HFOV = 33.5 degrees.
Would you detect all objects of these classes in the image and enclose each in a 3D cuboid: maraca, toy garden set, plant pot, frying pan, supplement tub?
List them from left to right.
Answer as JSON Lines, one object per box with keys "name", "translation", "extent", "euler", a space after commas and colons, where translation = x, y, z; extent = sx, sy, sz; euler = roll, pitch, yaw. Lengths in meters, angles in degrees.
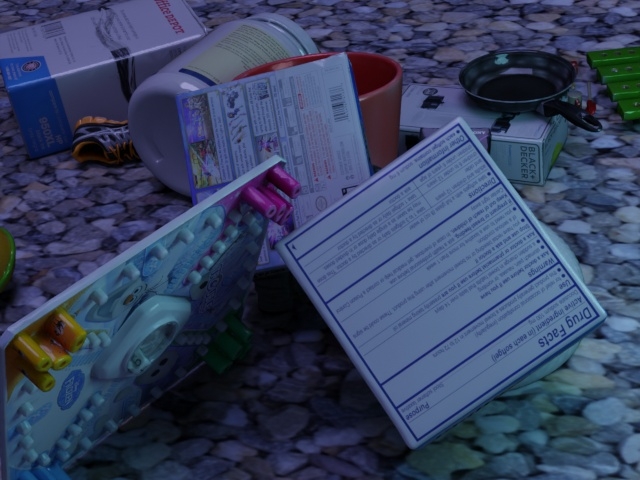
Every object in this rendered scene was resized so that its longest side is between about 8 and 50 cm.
{"name": "maraca", "translation": [-0.540, 0.058, 1.643], "extent": [0.127, 0.099, 0.186], "euler": [6, 63, 24]}
{"name": "supplement tub", "translation": [-0.157, -0.246, 1.871], "extent": [0.235, 0.235, 0.325], "euler": [12, 39, 28]}
{"name": "plant pot", "translation": [0.003, -0.138, 1.646], "extent": [0.274, 0.243, 0.275], "euler": [-5, 25, 3]}
{"name": "frying pan", "translation": [0.377, -0.248, 1.759], "extent": [0.197, 0.053, 0.326], "euler": [-32, 42, -32]}
{"name": "toy garden set", "translation": [0.518, -0.269, 1.921], "extent": [0.203, 0.049, 0.244], "euler": [-6, 35, 1]}

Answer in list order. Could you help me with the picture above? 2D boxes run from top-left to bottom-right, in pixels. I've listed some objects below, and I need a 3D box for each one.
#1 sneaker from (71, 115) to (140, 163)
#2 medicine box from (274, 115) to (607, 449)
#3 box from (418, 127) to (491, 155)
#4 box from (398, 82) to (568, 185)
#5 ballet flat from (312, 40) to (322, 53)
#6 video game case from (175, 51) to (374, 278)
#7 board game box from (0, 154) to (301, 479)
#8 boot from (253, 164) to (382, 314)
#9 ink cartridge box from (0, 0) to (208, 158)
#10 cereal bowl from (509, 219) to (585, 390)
{"name": "sneaker", "translation": [-0.363, -0.179, 1.970], "extent": [0.214, 0.084, 0.083], "euler": [-1, 48, 17]}
{"name": "medicine box", "translation": [0.138, 0.054, 1.251], "extent": [0.263, 0.149, 0.289], "euler": [-35, 79, 1]}
{"name": "box", "translation": [0.209, -0.104, 1.691], "extent": [0.116, 0.029, 0.162], "euler": [1, 68, 15]}
{"name": "box", "translation": [0.262, -0.186, 1.819], "extent": [0.290, 0.087, 0.169], "euler": [8, 37, 23]}
{"name": "ballet flat", "translation": [-0.030, -0.382, 2.185], "extent": [0.080, 0.073, 0.232], "euler": [-13, 34, -7]}
{"name": "video game case", "translation": [-0.054, -0.093, 1.437], "extent": [0.244, 0.270, 0.061], "euler": [-12, -11, 8]}
{"name": "board game box", "translation": [-0.196, 0.122, 1.234], "extent": [0.050, 0.390, 0.390], "euler": [41, 54, 17]}
{"name": "boot", "translation": [0.000, 0.000, 1.527], "extent": [0.246, 0.161, 0.083], "euler": [-23, 25, 4]}
{"name": "ink cartridge box", "translation": [-0.430, -0.343, 2.136], "extent": [0.394, 0.166, 0.285], "euler": [-18, 36, -11]}
{"name": "cereal bowl", "translation": [0.191, 0.049, 1.447], "extent": [0.339, 0.141, 0.339], "euler": [-7, 34, 5]}
